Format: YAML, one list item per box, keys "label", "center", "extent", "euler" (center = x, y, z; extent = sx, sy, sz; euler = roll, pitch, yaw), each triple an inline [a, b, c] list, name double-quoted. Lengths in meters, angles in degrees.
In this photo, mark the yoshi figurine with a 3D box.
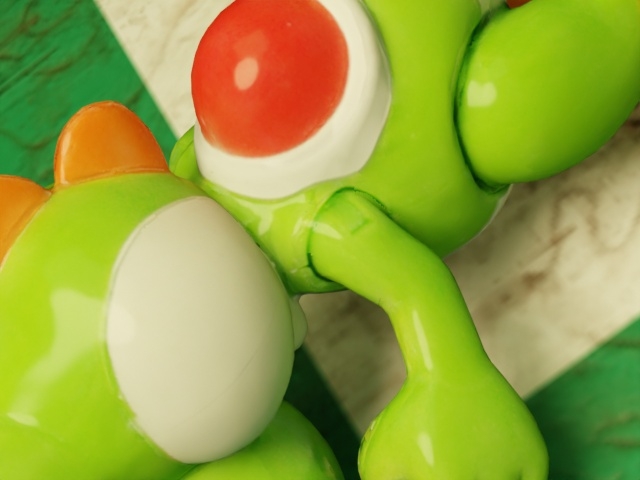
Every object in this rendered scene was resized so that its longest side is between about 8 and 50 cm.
- label: "yoshi figurine"
  center: [0.004, 0.016, 0.518]
  extent: [0.203, 0.203, 0.362]
  euler: [45, 69, 2]
